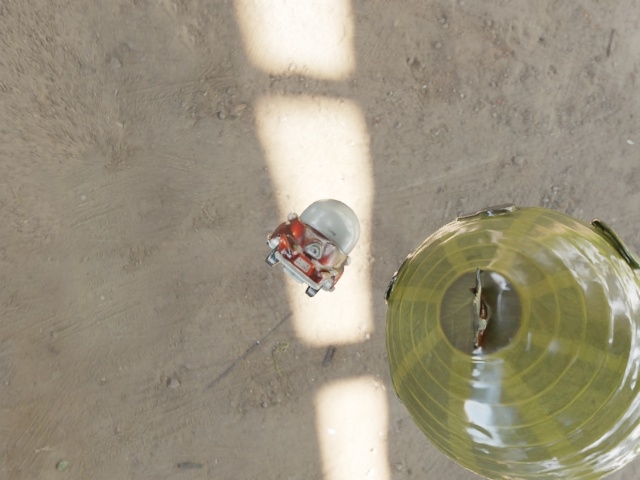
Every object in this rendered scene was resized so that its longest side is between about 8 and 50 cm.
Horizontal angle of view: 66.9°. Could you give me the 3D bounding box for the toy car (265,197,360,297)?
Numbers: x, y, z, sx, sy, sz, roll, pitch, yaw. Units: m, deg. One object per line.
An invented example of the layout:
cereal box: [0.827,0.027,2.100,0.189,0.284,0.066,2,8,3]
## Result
toy car: [0.000,0.000,0.610,0.112,0.139,0.112,40,98,-3]

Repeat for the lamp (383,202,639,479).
lamp: [0.163,0.084,0.424,0.284,0.250,0.250,27,86,-52]
